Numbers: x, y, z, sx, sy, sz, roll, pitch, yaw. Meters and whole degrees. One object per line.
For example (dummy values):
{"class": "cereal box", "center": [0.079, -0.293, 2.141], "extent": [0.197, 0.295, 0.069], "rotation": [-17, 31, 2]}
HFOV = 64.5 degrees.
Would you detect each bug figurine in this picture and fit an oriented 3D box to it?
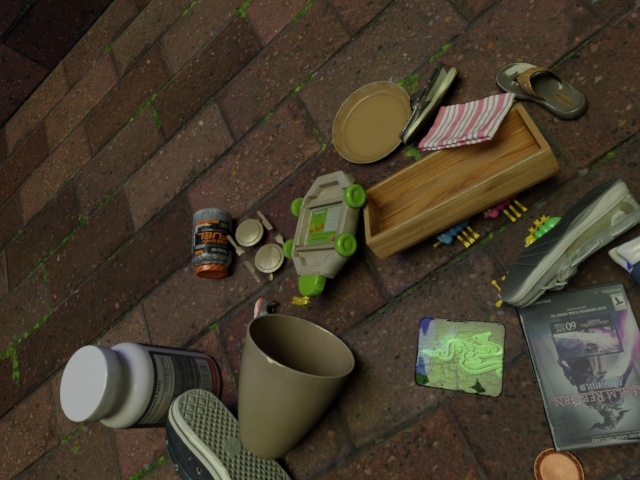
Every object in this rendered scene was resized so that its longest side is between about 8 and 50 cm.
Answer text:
{"class": "bug figurine", "center": [0.380, -0.003, 1.070], "extent": [0.216, 0.072, 0.279], "rotation": [-48, 55, 10]}

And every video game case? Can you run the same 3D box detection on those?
{"class": "video game case", "center": [0.486, 0.224, 0.916], "extent": [0.196, 0.026, 0.274], "rotation": [-11, 66, 8]}

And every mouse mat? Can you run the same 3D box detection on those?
{"class": "mouse mat", "center": [0.294, 0.245, 1.085], "extent": [0.189, 0.007, 0.153], "rotation": [-1, 74, 32]}

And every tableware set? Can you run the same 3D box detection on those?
{"class": "tableware set", "center": [-0.168, 0.018, 1.441], "extent": [0.128, 0.039, 0.194], "rotation": [-39, 62, -2]}

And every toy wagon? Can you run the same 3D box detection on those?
{"class": "toy wagon", "center": [0.000, 0.000, 1.274], "extent": [0.267, 0.068, 0.345], "rotation": [-6, 70, 57]}

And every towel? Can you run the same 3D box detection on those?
{"class": "towel", "center": [0.330, -0.270, 1.157], "extent": [0.197, 0.029, 0.144], "rotation": [0, 50, 50]}

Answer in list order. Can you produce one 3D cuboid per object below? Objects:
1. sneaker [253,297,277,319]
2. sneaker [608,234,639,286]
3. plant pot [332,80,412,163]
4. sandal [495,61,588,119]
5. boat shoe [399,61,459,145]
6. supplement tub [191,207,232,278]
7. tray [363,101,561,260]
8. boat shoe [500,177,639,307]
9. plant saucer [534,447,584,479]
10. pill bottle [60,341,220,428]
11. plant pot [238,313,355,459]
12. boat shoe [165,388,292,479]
{"class": "sneaker", "center": [-0.147, 0.230, 1.347], "extent": [0.064, 0.061, 0.158], "rotation": [-1, 74, 26]}
{"class": "sneaker", "center": [0.596, 0.108, 0.871], "extent": [0.236, 0.130, 0.323], "rotation": [33, 98, 45]}
{"class": "plant pot", "center": [0.140, -0.311, 1.354], "extent": [0.236, 0.032, 0.236], "rotation": [-10, 70, 30]}
{"class": "sandal", "center": [0.484, -0.340, 1.120], "extent": [0.090, 0.060, 0.219], "rotation": [-48, 55, 10]}
{"class": "boat shoe", "center": [0.255, -0.339, 1.250], "extent": [0.073, 0.080, 0.224], "rotation": [35, 89, 15]}
{"class": "supplement tub", "center": [-0.319, 0.010, 1.495], "extent": [0.117, 0.117, 0.191], "rotation": [-16, 67, 28]}
{"class": "tray", "center": [0.288, -0.126, 1.124], "extent": [0.410, 0.076, 0.203], "rotation": [-29, 33, 23]}
{"class": "boat shoe", "center": [0.471, 0.018, 0.943], "extent": [0.320, 0.118, 0.103], "rotation": [-42, 89, -10]}
{"class": "plant saucer", "center": [0.436, 0.424, 0.927], "extent": [0.083, 0.013, 0.084], "rotation": [-11, 68, 29]}
{"class": "pill bottle", "center": [-0.452, 0.374, 1.308], "extent": [0.210, 0.363, 0.210], "rotation": [-11, 68, 30]}
{"class": "plant pot", "center": [-0.086, 0.354, 1.175], "extent": [0.256, 0.256, 0.274], "rotation": [31, 109, 36]}
{"class": "boat shoe", "center": [-0.198, 0.578, 1.181], "extent": [0.500, 0.186, 0.156], "rotation": [44, 119, 22]}
